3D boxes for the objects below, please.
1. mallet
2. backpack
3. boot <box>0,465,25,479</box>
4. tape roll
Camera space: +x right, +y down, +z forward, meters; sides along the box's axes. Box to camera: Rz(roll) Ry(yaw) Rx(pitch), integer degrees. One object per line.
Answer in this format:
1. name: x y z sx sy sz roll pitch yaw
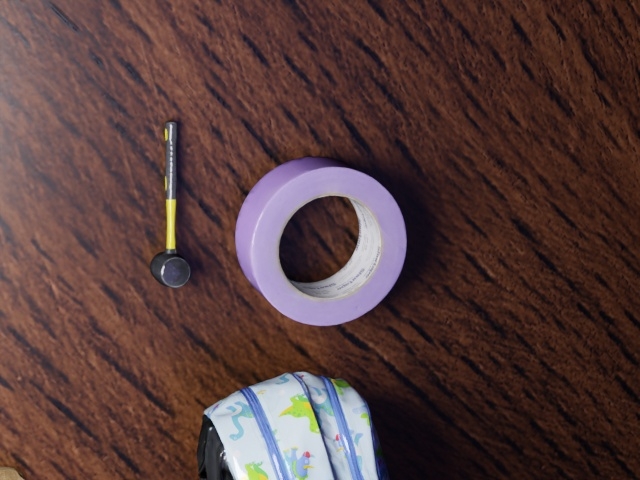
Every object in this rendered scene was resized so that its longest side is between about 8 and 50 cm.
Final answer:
1. mallet: -0.174 -0.040 1.661 0.039 0.062 0.189 -1 88 -19
2. backpack: -0.021 0.329 1.676 0.273 0.290 0.355 -31 101 -2
3. boot: -0.378 0.406 1.663 0.115 0.112 0.305 -6 102 -28
4. tape roll: 0.000 0.000 1.699 0.189 0.080 0.189 -4 104 -16
